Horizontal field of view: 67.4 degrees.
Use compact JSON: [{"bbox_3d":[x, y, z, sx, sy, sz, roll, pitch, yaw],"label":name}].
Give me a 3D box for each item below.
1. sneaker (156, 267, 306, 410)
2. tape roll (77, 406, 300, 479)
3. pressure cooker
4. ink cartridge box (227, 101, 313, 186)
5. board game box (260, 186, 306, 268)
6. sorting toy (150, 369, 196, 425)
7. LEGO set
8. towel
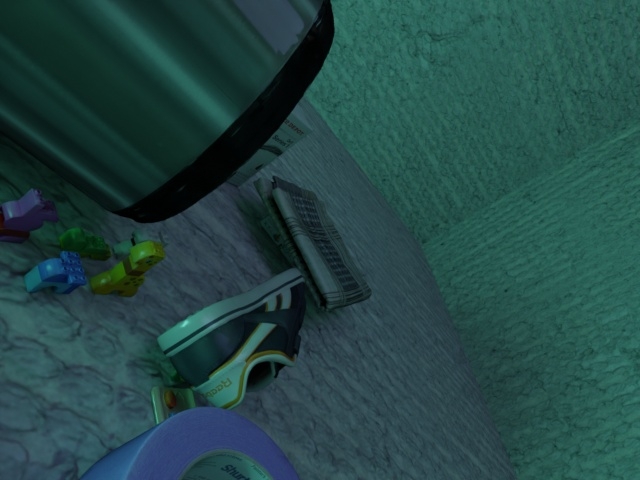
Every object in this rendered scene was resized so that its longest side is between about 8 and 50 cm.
[{"bbox_3d":[-0.092,0.134,0.684,0.128,0.126,0.321,57,23,4],"label":"sneaker"},{"bbox_3d":[-0.100,0.298,0.426,0.275,0.090,0.275,48,20,-24],"label":"tape roll"},{"bbox_3d":[-0.234,-0.267,0.479,0.420,0.369,0.376,42,43,-31],"label":"pressure cooker"},{"bbox_3d":[-0.148,-0.226,0.994,0.160,0.219,0.093,20,40,-62],"label":"ink cartridge box"},{"bbox_3d":[-0.037,-0.019,1.213,0.193,0.053,0.305,54,18,-8],"label":"board game box"},{"bbox_3d":[-0.169,0.186,0.561,0.062,0.012,0.083,30,32,-55],"label":"sorting toy"},{"bbox_3d":[-0.240,0.010,0.544,0.087,0.093,0.227,63,18,19],"label":"LEGO set"},{"bbox_3d":[0.000,0.000,1.097,0.324,0.056,0.312,61,19,13],"label":"towel"}]
